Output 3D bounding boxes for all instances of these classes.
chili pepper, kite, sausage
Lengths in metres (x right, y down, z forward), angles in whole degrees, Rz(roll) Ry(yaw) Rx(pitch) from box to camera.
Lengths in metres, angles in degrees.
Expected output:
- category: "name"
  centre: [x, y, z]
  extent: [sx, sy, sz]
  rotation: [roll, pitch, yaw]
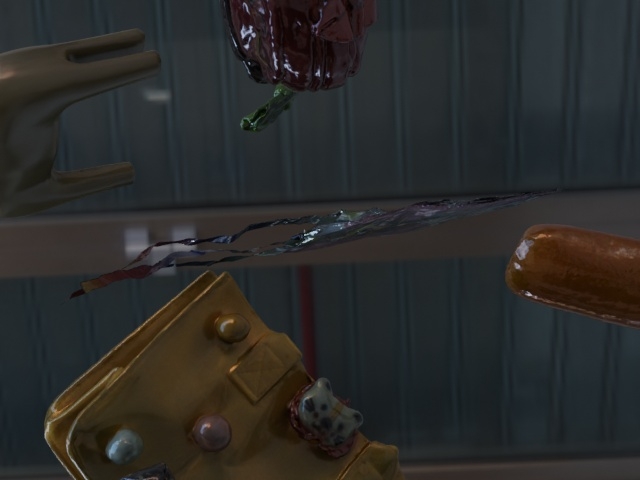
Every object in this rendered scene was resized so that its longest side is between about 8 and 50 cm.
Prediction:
- category: "chili pepper"
  centre: [-0.047, -0.135, 1.418]
  extent: [0.091, 0.034, 0.030]
  rotation: [-48, -42, -46]
- category: "kite"
  centre: [-0.001, -0.004, 0.994]
  extent: [0.204, 0.360, 0.022]
  rotation: [-18, 84, 55]
- category: "sausage"
  centre: [0.314, 0.040, 1.462]
  extent: [0.098, 0.238, 0.098]
  rotation: [-166, 90, -88]

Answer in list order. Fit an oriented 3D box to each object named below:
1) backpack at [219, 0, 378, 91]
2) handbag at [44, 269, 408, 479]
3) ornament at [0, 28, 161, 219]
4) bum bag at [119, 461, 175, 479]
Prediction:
- category: "backpack"
  centre: [-0.022, -0.228, 1.219]
  extent: [0.229, 0.139, 0.229]
  rotation: [169, 90, -89]
- category: "handbag"
  centre: [-0.074, 0.254, 1.502]
  extent: [0.401, 0.283, 0.133]
  rotation: [51, 155, -9]
- category: "ornament"
  centre: [-0.272, -0.069, 1.223]
  extent: [0.061, 0.245, 0.230]
  rotation: [55, 145, 30]
- category: "bum bag"
  centre: [-0.127, 0.321, 1.241]
  extent: [0.248, 0.102, 0.069]
  rotation: [56, -170, 24]
